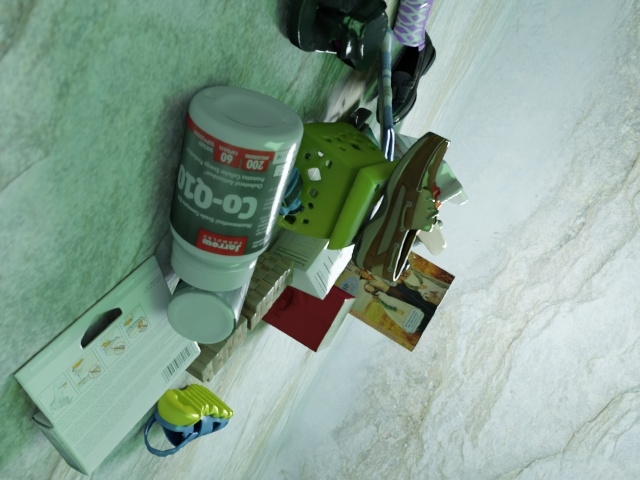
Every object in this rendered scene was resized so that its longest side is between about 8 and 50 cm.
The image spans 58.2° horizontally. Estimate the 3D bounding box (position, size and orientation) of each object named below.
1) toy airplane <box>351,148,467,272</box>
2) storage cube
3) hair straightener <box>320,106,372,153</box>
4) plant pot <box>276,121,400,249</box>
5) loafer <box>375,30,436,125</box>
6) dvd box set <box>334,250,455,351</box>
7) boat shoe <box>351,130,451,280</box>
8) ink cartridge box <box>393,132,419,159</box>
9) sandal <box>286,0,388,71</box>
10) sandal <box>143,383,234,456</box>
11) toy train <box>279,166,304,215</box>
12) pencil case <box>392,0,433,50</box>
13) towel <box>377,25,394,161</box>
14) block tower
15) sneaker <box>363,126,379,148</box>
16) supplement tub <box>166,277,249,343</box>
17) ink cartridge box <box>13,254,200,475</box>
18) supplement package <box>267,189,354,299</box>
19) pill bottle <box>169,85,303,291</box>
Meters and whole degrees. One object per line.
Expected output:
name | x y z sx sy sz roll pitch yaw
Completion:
toy airplane | 0.265 -0.109 1.824 0.385 0.272 0.385 -7 115 -29
storage cube | -0.030 0.205 1.736 0.183 0.193 0.215 -61 167 2
hair straightener | 0.060 -0.278 1.413 0.230 0.047 0.089 -41 154 -41
plant pot | 0.044 -0.113 1.259 0.228 0.207 0.227 -21 139 -56
loafer | 0.220 -0.444 1.550 0.302 0.109 0.095 -62 148 -21
dvd box set | 0.202 0.136 1.941 0.307 0.421 0.062 -53 168 -25
boat shoe | 0.188 -0.061 1.188 0.123 0.120 0.323 -11 131 -61
ink cartridge box | 0.292 -0.207 2.013 0.197 0.114 0.272 -113 -144 -50
sandal | 0.070 -0.397 1.048 0.167 0.107 0.446 -65 165 18
sandal | -0.313 0.422 1.350 0.138 0.126 0.317 -56 158 -2
toy train | -0.085 -0.099 1.105 0.080 0.105 0.184 -57 166 -12
pencil case | 0.232 -0.557 1.344 0.086 0.088 0.206 -48 163 -35
towel | 0.158 -0.332 1.360 0.209 0.034 0.284 79 11 -68
block tower | -0.190 0.161 1.291 0.335 0.097 0.090 -49 162 -33
sneaker | 0.135 -0.175 1.601 0.121 0.108 0.302 -66 155 -53
supplement tub | -0.184 0.076 0.997 0.190 0.117 0.116 -83 -169 -56
ink cartridge box | -0.333 0.189 0.916 0.275 0.060 0.238 -49 137 -39
supplement package | -0.002 0.003 1.476 0.244 0.139 0.133 -54 144 -21
pill bottle | -0.137 -0.069 0.863 0.161 0.161 0.283 -42 157 -53
